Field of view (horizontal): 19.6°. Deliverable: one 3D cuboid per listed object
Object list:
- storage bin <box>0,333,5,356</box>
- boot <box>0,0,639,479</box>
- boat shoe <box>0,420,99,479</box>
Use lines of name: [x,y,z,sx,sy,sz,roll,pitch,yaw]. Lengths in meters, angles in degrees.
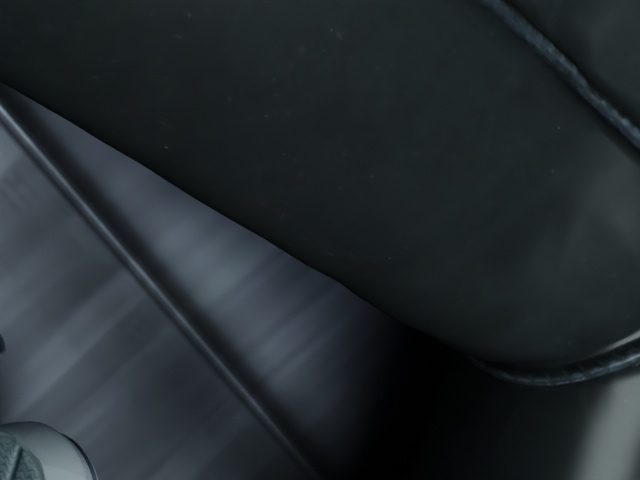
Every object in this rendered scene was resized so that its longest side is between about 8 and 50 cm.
storage bin: [-0.177,0.025,0.557,0.091,0.098,0.135,-49,129,8]
boot: [0.001,-0.002,0.613,0.445,0.146,0.367,37,83,-41]
boat shoe: [-0.112,0.160,0.673,0.075,0.083,0.226,-4,125,-44]
